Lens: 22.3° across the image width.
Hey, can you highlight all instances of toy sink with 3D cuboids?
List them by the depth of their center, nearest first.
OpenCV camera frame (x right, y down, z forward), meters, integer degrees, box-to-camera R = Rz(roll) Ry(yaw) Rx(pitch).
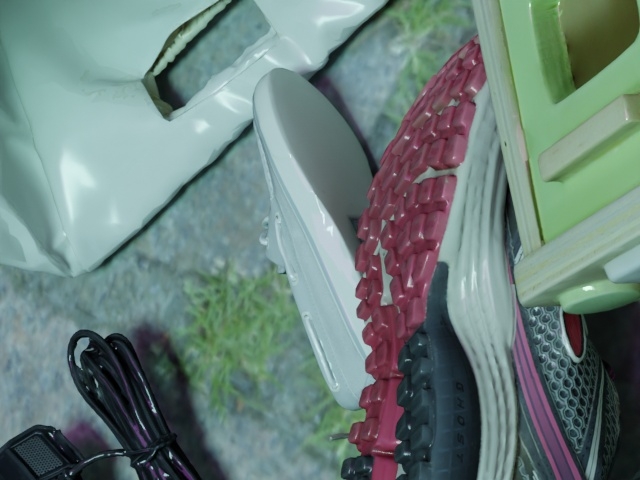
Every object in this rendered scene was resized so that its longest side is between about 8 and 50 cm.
[{"bbox_3d":[0.155,-0.047,0.632,0.153,0.131,0.234,140,124,-61],"label":"toy sink"}]

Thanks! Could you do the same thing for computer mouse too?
[{"bbox_3d":[-0.146,0.194,0.940,0.262,0.060,0.184,-46,64,21],"label":"computer mouse"}]

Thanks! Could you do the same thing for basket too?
[{"bbox_3d":[-0.183,-0.189,0.857,0.328,0.331,0.266,-40,54,29],"label":"basket"}]

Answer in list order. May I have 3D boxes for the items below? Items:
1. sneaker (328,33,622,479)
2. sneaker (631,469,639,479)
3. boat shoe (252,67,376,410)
[{"bbox_3d":[0.079,0.038,0.738,0.121,0.112,0.299,138,143,-60],"label":"sneaker"},{"bbox_3d":[0.243,0.220,0.572,0.147,0.145,0.384,-31,55,-3],"label":"sneaker"},{"bbox_3d":[0.000,0.000,0.840,0.063,0.066,0.184,-35,74,33],"label":"boat shoe"}]
